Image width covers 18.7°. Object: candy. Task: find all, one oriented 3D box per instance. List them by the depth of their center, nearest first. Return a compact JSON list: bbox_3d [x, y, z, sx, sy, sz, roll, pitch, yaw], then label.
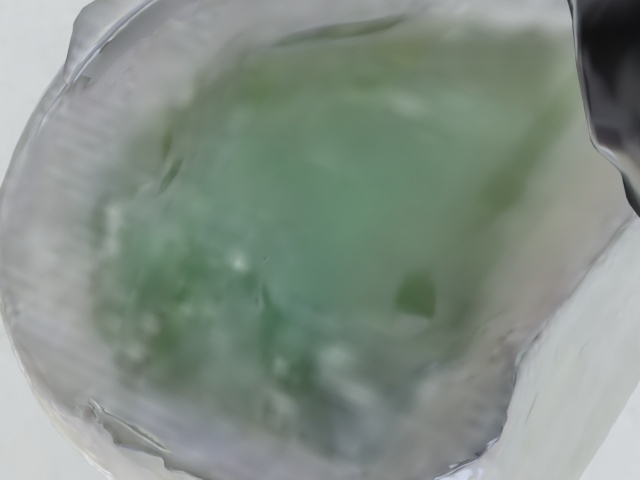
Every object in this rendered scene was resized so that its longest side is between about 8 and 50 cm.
[{"bbox_3d":[0.000,0.000,1.135,0.427,0.186,0.386,13,-96,24],"label":"candy"}]

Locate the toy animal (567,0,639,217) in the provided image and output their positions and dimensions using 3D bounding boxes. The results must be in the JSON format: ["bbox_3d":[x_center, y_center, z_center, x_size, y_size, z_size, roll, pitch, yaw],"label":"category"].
[{"bbox_3d":[0.126,-0.095,0.416,0.212,0.213,0.266,-57,-150,24],"label":"toy animal"}]
